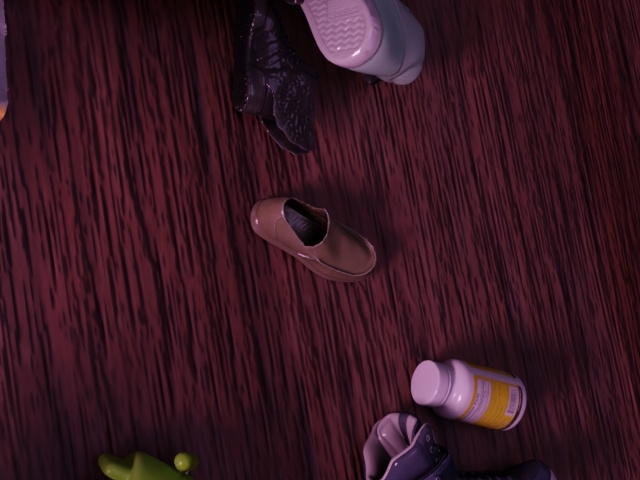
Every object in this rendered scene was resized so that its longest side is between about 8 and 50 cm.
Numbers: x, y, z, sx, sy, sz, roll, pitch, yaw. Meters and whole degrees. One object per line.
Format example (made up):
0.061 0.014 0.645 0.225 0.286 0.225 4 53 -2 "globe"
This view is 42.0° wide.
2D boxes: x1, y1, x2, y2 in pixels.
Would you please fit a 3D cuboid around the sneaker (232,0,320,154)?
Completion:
-0.042 -0.178 0.852 0.089 0.051 0.170 8 80 -30 "sneaker"

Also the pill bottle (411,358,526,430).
0.157 0.162 0.890 0.116 0.065 0.065 18 71 -27 "pill bottle"

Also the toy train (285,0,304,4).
-0.132 -0.319 0.759 0.334 0.142 0.190 3 83 -19 "toy train"

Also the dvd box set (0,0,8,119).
-0.397 -0.240 0.481 0.421 0.062 0.307 16 51 -43 "dvd box set"

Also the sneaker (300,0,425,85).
0.030 -0.278 0.906 0.151 0.094 0.255 12 55 -56 "sneaker"

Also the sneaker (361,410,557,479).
0.142 0.235 0.853 0.226 0.086 0.163 -22 94 -32 "sneaker"

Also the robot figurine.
-0.139 0.220 0.697 0.115 0.067 0.101 35 74 -21 "robot figurine"

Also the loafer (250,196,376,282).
0.000 0.000 0.837 0.148 0.050 0.056 24 69 -25 "loafer"
